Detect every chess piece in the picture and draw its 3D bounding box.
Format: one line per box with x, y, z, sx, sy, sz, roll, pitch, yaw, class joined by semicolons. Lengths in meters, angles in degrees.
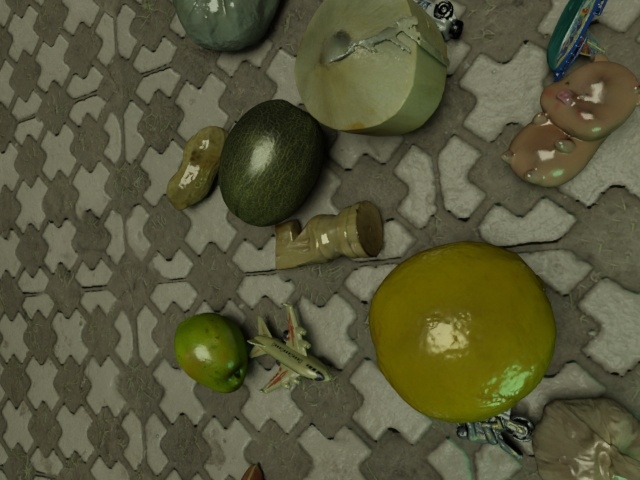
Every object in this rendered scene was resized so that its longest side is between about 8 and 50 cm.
0.000;0.000;1.037;0.300;0.137;0.138;-14;83;35;chess piece

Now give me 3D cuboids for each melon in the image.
-0.121;-0.181;1.017;0.237;0.237;0.302;33;103;22;melon

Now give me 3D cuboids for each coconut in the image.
0.102;-0.366;0.877;0.322;0.323;0.323;0;89;25;coconut

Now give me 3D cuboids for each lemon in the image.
0.257;0.163;0.792;0.347;0.348;0.348;0;89;25;lemon

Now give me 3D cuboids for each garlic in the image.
0.494;0.378;0.732;0.218;0.212;0.219;-4;73;12;garlic

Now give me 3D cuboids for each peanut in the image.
-0.353;-0.207;1.194;0.125;0.111;0.275;42;105;24;peanut

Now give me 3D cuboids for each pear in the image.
-0.279;0.297;1.111;0.187;0.187;0.220;-52;59;15;pear

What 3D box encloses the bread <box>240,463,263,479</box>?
-0.201;0.706;1.110;0.067;0.192;0.119;9;130;20;bread

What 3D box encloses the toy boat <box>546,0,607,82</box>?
0.512;-0.389;0.822;0.110;0.091;0.175;22;103;-4;toy boat

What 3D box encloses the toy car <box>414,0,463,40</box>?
0.239;-0.499;0.943;0.170;0.080;0.070;37;106;20;toy car

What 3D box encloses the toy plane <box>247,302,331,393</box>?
-0.077;0.290;1.063;0.256;0.104;0.242;18;94;24;toy plane

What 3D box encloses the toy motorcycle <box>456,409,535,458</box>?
0.342;0.380;0.891;0.193;0.061;0.124;32;101;24;toy motorcycle

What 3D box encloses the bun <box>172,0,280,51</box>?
-0.269;-0.688;1.117;0.354;0.194;0.355;-1;88;23;bun

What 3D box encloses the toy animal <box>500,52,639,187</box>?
0.471;-0.213;0.792;0.166;0.154;0.250;54;127;27;toy animal
